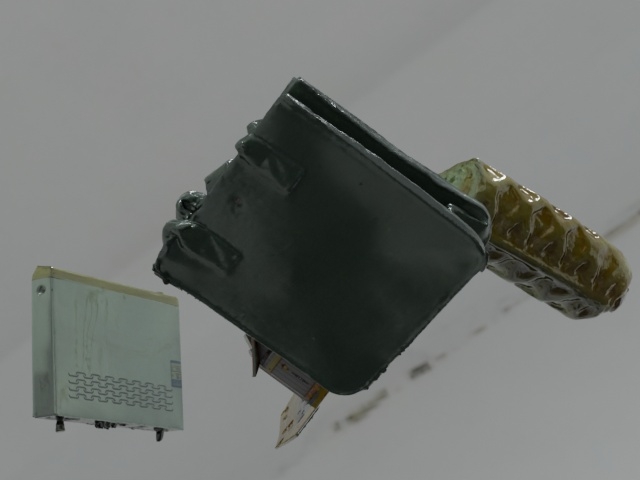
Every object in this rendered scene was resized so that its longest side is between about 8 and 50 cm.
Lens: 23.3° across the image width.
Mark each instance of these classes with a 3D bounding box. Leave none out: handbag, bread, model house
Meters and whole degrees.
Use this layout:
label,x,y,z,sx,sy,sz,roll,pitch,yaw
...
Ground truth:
label,x,y,z,sx,sy,sz,roll,pitch,yaw
handbag,0.000,0.002,1.462,0.260,0.079,0.247,34,-56,-10
bread,0.227,0.006,1.659,0.269,0.087,0.098,29,-89,-29
model house,-0.036,0.096,1.673,0.136,0.219,0.207,37,-76,-4

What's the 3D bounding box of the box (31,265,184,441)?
label,x,y,z,sx,sy,sz,roll,pitch,yaw
box,-0.271,0.150,1.986,0.045,0.210,0.270,-10,-14,29
